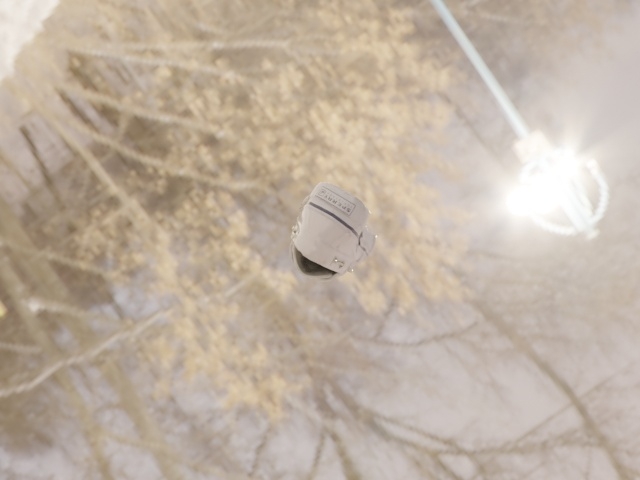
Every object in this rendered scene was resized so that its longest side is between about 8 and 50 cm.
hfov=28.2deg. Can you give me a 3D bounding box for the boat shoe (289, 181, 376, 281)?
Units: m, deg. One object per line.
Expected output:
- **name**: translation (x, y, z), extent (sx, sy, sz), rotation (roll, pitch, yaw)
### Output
- **boat shoe**: translation (0.000, 0.000, 1.217), extent (0.075, 0.083, 0.226), rotation (-56, 170, -6)
